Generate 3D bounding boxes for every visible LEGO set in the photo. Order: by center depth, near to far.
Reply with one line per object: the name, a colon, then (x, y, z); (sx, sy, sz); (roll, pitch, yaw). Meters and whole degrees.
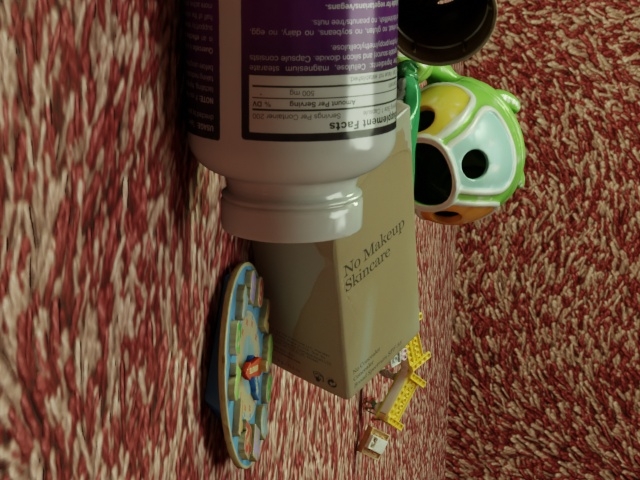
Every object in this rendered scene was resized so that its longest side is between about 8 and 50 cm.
LEGO set: (0.098, 0.211, 2.160); (0.132, 0.107, 0.287); (-12, 113, -43)

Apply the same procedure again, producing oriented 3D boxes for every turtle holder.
turtle holder: (0.230, -0.178, 2.290); (0.227, 0.243, 0.320); (-35, 138, -55)

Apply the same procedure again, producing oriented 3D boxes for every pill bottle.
pill bottle: (-0.025, -0.169, 1.100); (0.181, 0.181, 0.323); (-52, 144, -72)

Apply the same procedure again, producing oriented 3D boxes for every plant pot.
plant pot: (0.177, -0.372, 1.961); (0.165, 0.167, 0.167); (-86, 173, -57)

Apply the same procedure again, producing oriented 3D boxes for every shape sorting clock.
shape sorting clock: (-0.072, 0.124, 1.302); (0.206, 0.040, 0.206); (3, 90, -79)

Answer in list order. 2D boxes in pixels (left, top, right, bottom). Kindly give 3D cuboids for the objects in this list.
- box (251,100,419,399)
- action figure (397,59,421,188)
box: (0.015, -0.001, 1.388); (0.148, 0.121, 0.311); (-41, 140, -35)
action figure: (0.115, -0.157, 1.906); (0.137, 0.063, 0.232); (60, 37, -70)
